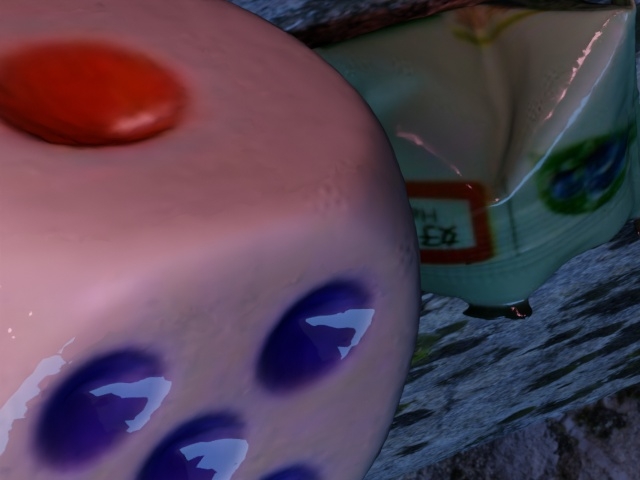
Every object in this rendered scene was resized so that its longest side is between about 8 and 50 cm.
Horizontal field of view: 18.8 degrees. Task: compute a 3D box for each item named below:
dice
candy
[{"bbox_3d":[-0.147,0.044,1.047,0.304,0.277,0.304,-19,135,-37],"label":"dice"},{"bbox_3d":[0.045,-0.065,1.372,0.398,0.172,0.263,-8,142,4],"label":"candy"}]
